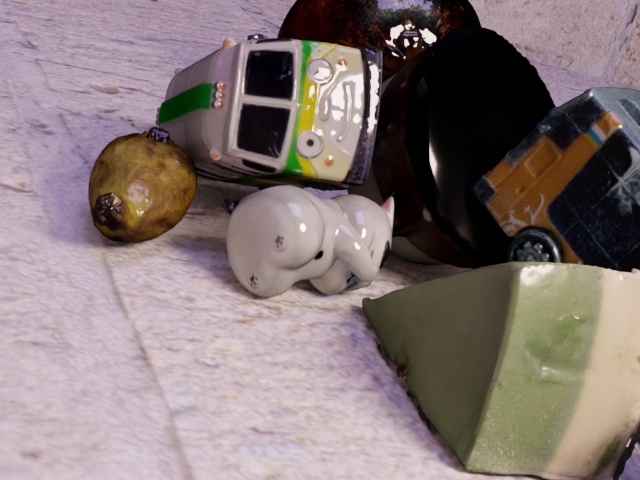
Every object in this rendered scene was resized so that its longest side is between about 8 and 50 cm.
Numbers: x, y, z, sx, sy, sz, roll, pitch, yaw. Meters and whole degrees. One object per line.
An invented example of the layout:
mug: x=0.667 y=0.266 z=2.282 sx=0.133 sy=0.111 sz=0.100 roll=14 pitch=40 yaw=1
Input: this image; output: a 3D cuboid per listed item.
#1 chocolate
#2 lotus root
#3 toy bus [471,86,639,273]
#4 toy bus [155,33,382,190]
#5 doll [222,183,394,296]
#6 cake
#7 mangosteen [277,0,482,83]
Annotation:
chocolate: x=0.136 y=-0.084 z=1.175 sx=0.186 sy=0.284 sz=0.283 roll=-13 pitch=-5 yaw=42
lotus root: x=-0.183 y=-0.043 z=1.016 sx=0.108 sy=0.094 sz=0.191 roll=-1 pitch=27 yaw=5
toy bus: x=0.315 y=0.018 z=0.989 sx=0.162 sy=0.194 sz=0.323 roll=-7 pitch=57 yaw=-48
toy bus: x=-0.064 y=-0.134 z=1.121 sx=0.179 sy=0.143 sz=0.305 roll=9 pitch=-1 yaw=-21
doll: x=-0.004 y=0.001 z=1.013 sx=0.180 sy=0.110 sz=0.107 roll=8 pitch=42 yaw=-38
cake: x=0.159 y=0.060 z=0.917 sx=0.158 sy=0.172 sz=0.283 roll=11 pitch=19 yaw=-23
mangosteen: x=0.085 y=-0.261 z=1.517 sx=0.330 sy=0.330 sz=0.330 roll=16 pitch=20 yaw=-6
